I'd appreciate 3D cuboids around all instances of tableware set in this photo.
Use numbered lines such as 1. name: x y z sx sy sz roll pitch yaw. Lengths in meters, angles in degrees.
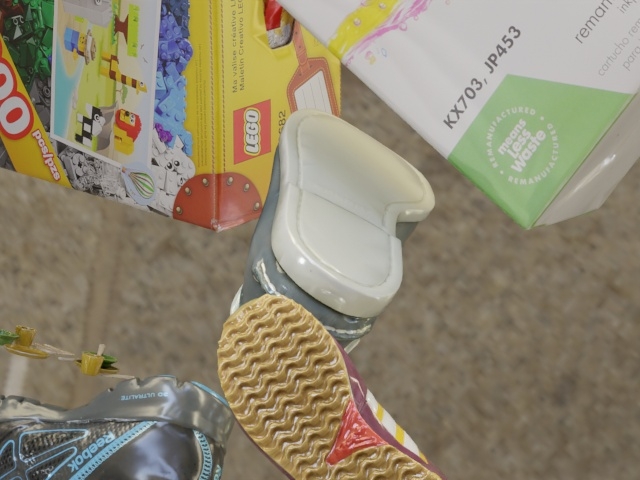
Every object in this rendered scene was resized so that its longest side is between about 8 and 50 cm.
1. tableware set: -0.268 0.110 1.902 0.104 0.154 0.024 10 94 -48

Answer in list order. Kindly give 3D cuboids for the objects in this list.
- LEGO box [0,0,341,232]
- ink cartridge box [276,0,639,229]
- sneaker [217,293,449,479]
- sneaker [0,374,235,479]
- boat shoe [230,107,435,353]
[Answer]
1. LEGO box: -0.176 -0.303 1.811 0.193 0.372 0.500 -23 120 -47
2. ink cartridge box: 0.081 -0.199 1.165 0.207 0.353 0.119 -55 160 25
3. sneaker: 0.013 0.110 0.958 0.069 0.185 0.084 -37 154 -3
4. sneaker: -0.236 0.208 1.575 0.341 0.139 0.125 -14 140 27
5. boat shoe: 0.000 0.000 1.222 0.116 0.319 0.099 31 110 -5
